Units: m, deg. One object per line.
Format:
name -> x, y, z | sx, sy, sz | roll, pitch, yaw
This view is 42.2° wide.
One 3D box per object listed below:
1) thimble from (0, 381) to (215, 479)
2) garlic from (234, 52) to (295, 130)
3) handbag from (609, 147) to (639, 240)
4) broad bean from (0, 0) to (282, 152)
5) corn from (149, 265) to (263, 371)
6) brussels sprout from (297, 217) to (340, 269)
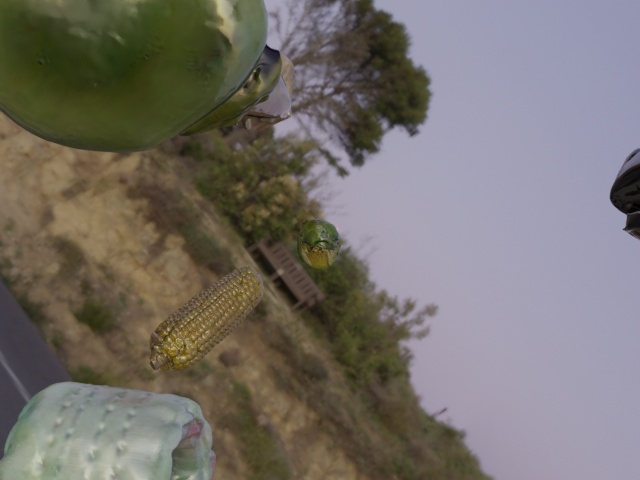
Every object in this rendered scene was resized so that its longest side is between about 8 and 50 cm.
thimble -> -0.183, 0.233, 0.711 | 0.185, 0.149, 0.210 | 82, 15, -60
garlic -> -0.176, -0.221, 1.021 | 0.279, 0.132, 0.325 | 10, -2, 26
handbag -> 0.390, -0.001, 0.638 | 0.275, 0.088, 0.244 | 30, -11, -10
broad bean -> -0.141, -0.144, 0.607 | 0.228, 0.169, 0.100 | 15, 5, -5
corn -> -0.197, 0.137, 1.440 | 0.097, 0.262, 0.097 | 29, -40, 27
brussels sprout -> 0.000, -0.001, 0.866 | 0.051, 0.046, 0.083 | 60, -15, 15
